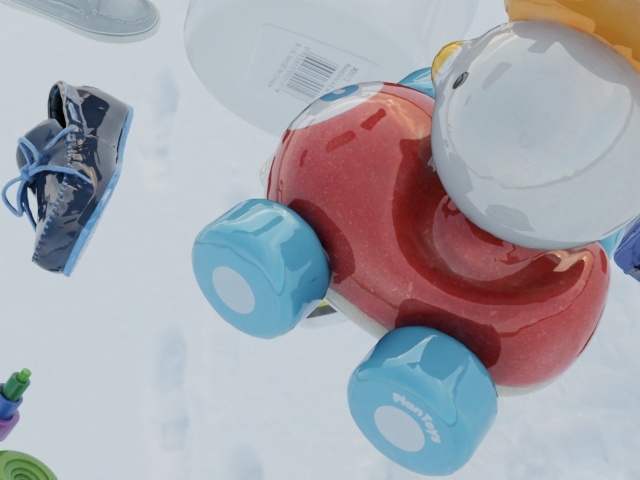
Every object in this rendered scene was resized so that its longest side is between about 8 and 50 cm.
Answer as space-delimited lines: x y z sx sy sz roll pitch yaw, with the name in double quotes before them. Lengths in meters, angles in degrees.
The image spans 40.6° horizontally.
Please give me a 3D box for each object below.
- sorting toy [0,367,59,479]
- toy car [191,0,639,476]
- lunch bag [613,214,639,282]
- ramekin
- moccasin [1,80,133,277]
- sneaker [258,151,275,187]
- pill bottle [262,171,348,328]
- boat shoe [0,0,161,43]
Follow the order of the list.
"sorting toy" -0.344 0.296 1.088 0.126 0.127 0.365 -51 51 12
"toy car" 0.084 -0.048 0.441 0.210 0.238 0.219 39 50 13
"lunch bag" 0.369 0.004 0.951 0.098 0.067 0.065 -57 -6 38
"ramekin" 0.004 -0.204 0.829 0.277 0.277 0.135 -2 59 33
"moccasin" -0.304 -0.079 1.008 0.138 0.117 0.342 -55 23 22
"sneaker" 0.056 -0.154 1.475 0.366 0.150 0.135 -39 32 -21
"pill bottle" 0.000 0.000 1.123 0.119 0.119 0.208 -15 93 25
"boat shoe" -0.317 -0.320 1.112 0.081 0.227 0.079 128 155 -66
